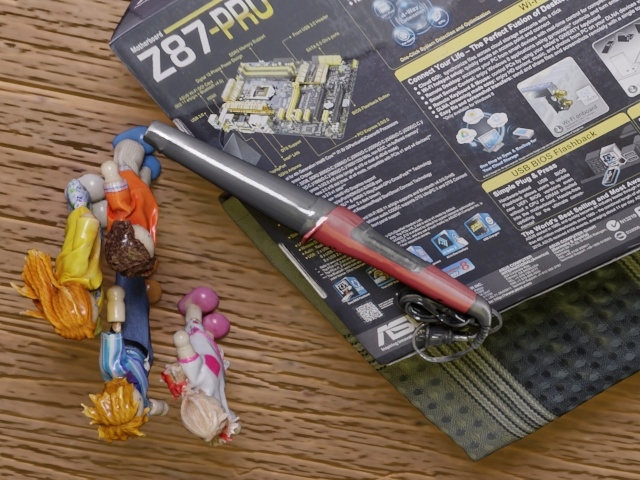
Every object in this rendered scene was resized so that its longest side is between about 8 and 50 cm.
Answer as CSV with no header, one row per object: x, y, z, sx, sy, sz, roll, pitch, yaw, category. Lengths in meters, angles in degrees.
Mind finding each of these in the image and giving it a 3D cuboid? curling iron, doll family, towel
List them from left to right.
-0.147,0.058,1.378,0.118,0.163,0.263,-14,127,9,doll family
0.000,0.000,1.253,0.274,0.035,0.068,32,129,-9,curling iron
0.137,-0.013,1.389,0.312,0.056,0.324,-34,113,25,towel

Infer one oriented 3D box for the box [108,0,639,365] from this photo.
0.109,-0.117,1.217,0.395,0.097,0.318,-28,117,30,box
